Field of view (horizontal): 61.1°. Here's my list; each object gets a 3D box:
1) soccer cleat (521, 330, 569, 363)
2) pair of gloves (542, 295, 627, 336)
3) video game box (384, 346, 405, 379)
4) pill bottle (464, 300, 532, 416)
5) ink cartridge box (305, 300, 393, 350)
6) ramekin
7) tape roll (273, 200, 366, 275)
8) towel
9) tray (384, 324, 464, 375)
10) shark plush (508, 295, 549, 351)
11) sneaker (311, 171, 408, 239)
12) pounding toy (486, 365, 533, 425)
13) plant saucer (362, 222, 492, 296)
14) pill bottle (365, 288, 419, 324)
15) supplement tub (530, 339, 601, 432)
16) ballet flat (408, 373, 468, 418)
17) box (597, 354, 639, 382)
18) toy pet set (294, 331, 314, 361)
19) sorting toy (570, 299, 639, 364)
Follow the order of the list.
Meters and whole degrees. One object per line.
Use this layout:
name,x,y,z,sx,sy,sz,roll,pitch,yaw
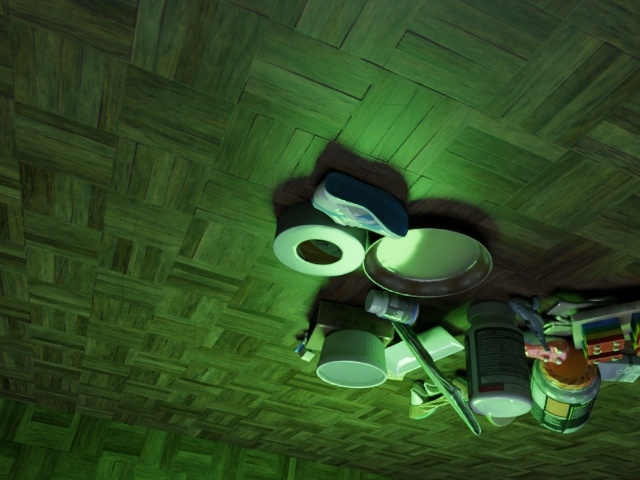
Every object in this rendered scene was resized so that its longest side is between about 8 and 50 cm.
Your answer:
soccer cleat,0.612,0.303,1.626,0.248,0.095,0.083,9,118,25
pair of gloves,0.708,0.207,1.497,0.204,0.042,0.240,0,151,2
video game box,0.206,0.428,1.903,0.205,0.048,0.187,8,143,-1
pill bottle,0.481,0.322,1.489,0.161,0.283,0.161,5,145,3
ink cartridge box,0.087,0.281,1.674,0.235,0.088,0.193,12,147,-8
ramekin,0.095,0.345,1.593,0.207,0.109,0.207,5,146,3
tape roll,0.000,0.000,1.295,0.219,0.072,0.219,6,146,4
towel,0.324,0.370,1.536,0.038,0.325,0.248,-35,129,-2
tray,0.309,0.349,1.745,0.270,0.030,0.145,-32,123,30
shark plush,0.565,0.228,1.470,0.067,0.161,0.073,-17,176,-40
sneaker,0.090,-0.067,1.180,0.229,0.087,0.092,28,148,-16
pounding toy,0.598,0.491,1.819,0.183,0.237,0.110,41,166,-31
plant saucer,0.259,0.045,1.335,0.311,0.050,0.310,4,146,3
pill bottle,0.200,0.184,1.521,0.137,0.078,0.078,16,145,-12
supplement tub,0.764,0.458,1.704,0.194,0.193,0.316,-2,139,14
ballet flat,0.423,0.575,2.041,0.124,0.116,0.342,41,137,-11
box,0.937,0.414,1.760,0.186,0.038,0.145,0,145,9
toy pet set,-0.025,0.352,1.846,0.122,0.065,0.114,32,104,-36
sorting toy,0.818,0.251,1.443,0.256,0.089,0.257,-16,148,18
